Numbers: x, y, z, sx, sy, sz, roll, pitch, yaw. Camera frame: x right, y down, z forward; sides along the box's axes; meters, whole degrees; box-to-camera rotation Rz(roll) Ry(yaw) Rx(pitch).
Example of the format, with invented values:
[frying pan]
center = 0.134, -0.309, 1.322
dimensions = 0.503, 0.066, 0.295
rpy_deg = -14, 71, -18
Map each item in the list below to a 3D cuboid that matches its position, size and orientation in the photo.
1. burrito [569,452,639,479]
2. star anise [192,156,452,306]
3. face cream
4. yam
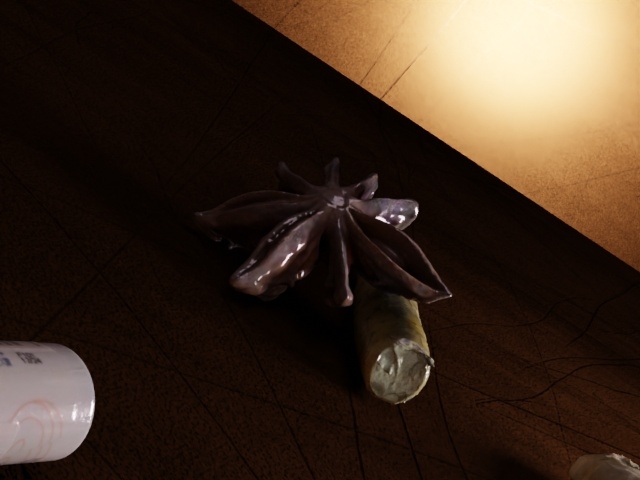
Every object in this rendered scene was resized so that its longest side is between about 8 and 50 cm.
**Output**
[burrito]
center = 0.348, 0.326, 1.265
dimensions = 0.175, 0.107, 0.347
rpy_deg = 22, 15, -2
[star anise]
center = -0.005, 0.000, 1.351
dimensions = 0.258, 0.110, 0.198
rpy_deg = -5, 48, -10
[face cream]
center = -0.250, 0.096, 0.719
dimensions = 0.082, 0.082, 0.269
rpy_deg = 45, 20, 28
[yam]
center = 0.076, 0.079, 1.429
dimensions = 0.083, 0.083, 0.371
rpy_deg = 33, 15, -11
